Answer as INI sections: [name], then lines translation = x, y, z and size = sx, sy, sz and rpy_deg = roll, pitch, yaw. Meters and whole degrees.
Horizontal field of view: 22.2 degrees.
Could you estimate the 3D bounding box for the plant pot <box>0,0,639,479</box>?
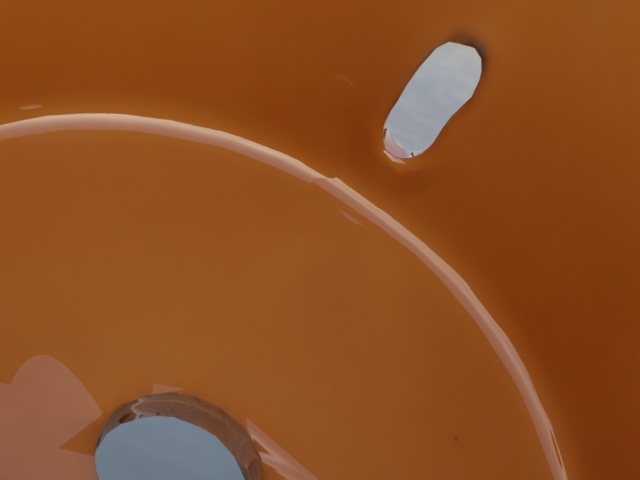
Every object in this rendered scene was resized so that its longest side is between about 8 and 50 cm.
[plant pot]
translation = 0.000, 0.000, 0.267
size = 0.290, 0.203, 0.291
rpy_deg = 12, 51, -16
